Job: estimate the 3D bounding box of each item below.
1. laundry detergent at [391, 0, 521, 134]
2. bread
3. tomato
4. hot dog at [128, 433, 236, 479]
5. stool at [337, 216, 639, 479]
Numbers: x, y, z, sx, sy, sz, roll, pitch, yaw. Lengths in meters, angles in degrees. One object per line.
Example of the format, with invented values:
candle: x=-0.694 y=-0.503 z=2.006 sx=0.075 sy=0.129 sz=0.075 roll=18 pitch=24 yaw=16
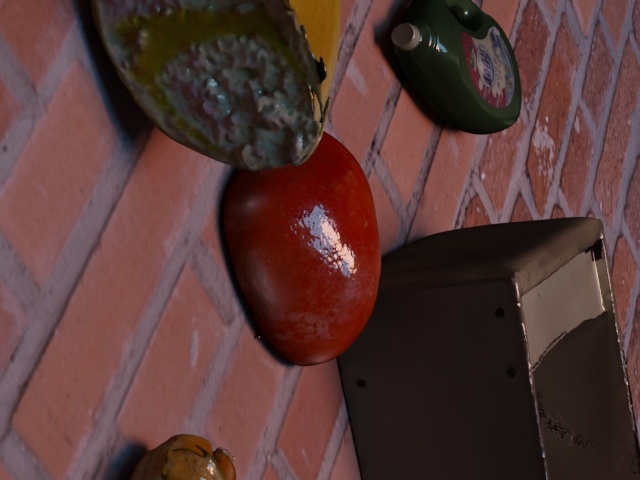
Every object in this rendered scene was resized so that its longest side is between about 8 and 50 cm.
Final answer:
laundry detergent: x=0.120 y=-0.178 z=1.697 sx=0.211 sy=0.063 sz=0.137 roll=18 pitch=63 yaw=-59
bread: x=-0.064 y=-0.172 z=1.234 sx=0.156 sy=0.158 sz=0.261 roll=46 pitch=42 yaw=-66
tomato: x=0.004 y=0.002 z=1.381 sx=0.174 sy=0.082 sz=0.166 roll=68 pitch=28 yaw=-22
hot dog: x=-0.100 y=0.232 z=1.117 sx=0.109 sy=0.072 sz=0.269 roll=59 pitch=33 yaw=-34
stool: x=0.150 y=0.134 z=1.544 sx=0.243 sy=0.170 sz=0.270 roll=-27 pitch=107 yaw=-62
